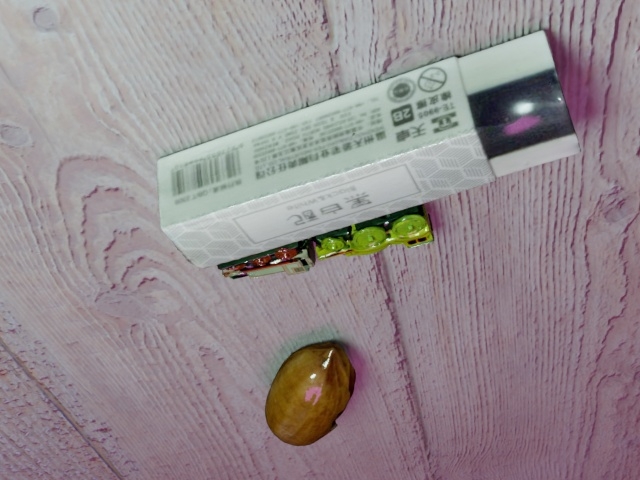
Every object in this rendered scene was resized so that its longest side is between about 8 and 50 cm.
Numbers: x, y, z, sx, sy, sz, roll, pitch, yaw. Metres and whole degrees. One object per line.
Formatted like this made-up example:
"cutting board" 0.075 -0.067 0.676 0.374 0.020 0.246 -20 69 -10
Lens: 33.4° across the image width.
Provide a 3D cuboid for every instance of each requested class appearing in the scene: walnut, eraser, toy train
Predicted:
"walnut" -0.013 0.207 1.461 0.115 0.116 0.207 4 137 -17
"eraser" 0.041 -0.084 1.049 0.403 0.098 0.096 -16 146 13
"toy train" 0.000 0.000 1.203 0.249 0.053 0.085 -14 151 9
